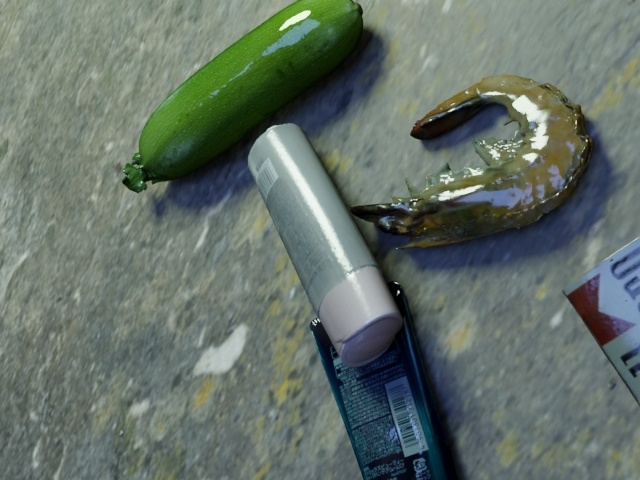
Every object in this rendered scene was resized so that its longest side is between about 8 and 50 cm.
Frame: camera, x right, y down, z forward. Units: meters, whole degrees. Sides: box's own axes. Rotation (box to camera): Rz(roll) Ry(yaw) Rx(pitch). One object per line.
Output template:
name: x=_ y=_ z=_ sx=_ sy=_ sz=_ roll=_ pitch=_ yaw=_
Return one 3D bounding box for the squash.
squash: x=-0.107 y=-0.170 z=0.935 sx=0.379 sy=0.101 sz=0.101 roll=-32 pitch=69 yaw=27

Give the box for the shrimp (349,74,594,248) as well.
shrimp: x=0.145 y=-0.083 z=0.795 sx=0.253 sy=0.058 sz=0.173 roll=-8 pitch=73 yaw=31

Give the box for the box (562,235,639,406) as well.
box: x=0.308 y=0.086 z=0.681 sx=0.115 sy=0.036 sz=0.177 roll=-39 pitch=66 yaw=23

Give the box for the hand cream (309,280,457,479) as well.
hand cream: x=0.070 y=0.183 z=0.809 sx=0.120 sy=0.061 sz=0.270 roll=-29 pitch=65 yaw=24

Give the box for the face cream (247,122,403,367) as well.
face cream: x=0.000 y=0.000 z=0.838 sx=0.107 sy=0.073 sz=0.269 roll=105 pitch=146 yaw=-52
